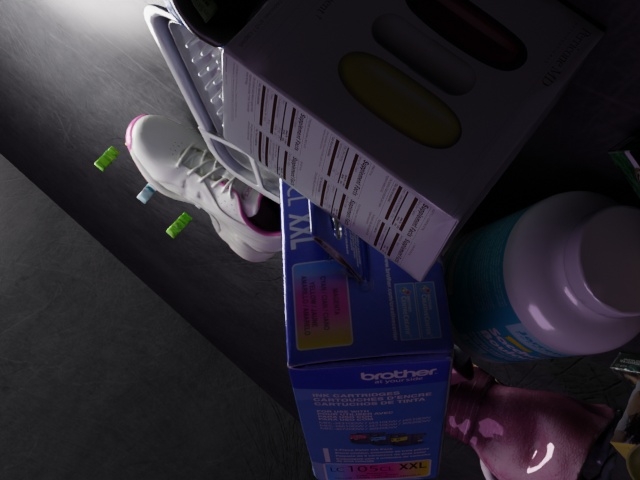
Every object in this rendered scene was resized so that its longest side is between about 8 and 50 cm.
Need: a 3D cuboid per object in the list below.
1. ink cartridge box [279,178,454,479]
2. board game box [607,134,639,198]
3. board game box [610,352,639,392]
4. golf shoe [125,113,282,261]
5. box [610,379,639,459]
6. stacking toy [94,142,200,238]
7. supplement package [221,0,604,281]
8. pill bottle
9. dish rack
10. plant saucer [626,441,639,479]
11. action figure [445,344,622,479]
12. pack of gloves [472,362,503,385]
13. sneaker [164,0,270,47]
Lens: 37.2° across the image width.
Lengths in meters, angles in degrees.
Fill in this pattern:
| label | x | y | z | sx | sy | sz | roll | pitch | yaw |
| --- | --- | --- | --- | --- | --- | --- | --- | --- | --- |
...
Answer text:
| label | x | y | z | sx | sy | sz | roll | pitch | yaw |
| --- | --- | --- | --- | --- | --- | --- | --- | --- | --- |
| ink cartridge box | 0.043 | 0.053 | 0.952 | 0.151 | 0.270 | 0.395 | -4 | 149 | 0 |
| board game box | 0.311 | 0.033 | 0.702 | 0.260 | 0.030 | 0.136 | 55 | -174 | -2 |
| board game box | 0.427 | 0.200 | 1.071 | 0.186 | 0.026 | 0.126 | 45 | 162 | -19 |
| golf shoe | -0.150 | -0.091 | 1.431 | 0.306 | 0.115 | 0.140 | 39 | 154 | -21 |
| box | 0.406 | 0.190 | 0.931 | 0.058 | 0.087 | 0.232 | 46 | 151 | -24 |
| stacking toy | -0.262 | -0.096 | 1.524 | 0.167 | 0.052 | 0.221 | 41 | -157 | -8 |
| supplement package | 0.063 | -0.117 | 0.732 | 0.203 | 0.194 | 0.149 | 37 | 162 | 7 |
| pill bottle | 0.216 | 0.038 | 0.893 | 0.146 | 0.146 | 0.264 | 41 | 163 | -4 |
| dish rack | -0.045 | -0.142 | 1.109 | 0.285 | 0.072 | 0.333 | 31 | 162 | 27 |
| plant saucer | 0.403 | 0.233 | 0.867 | 0.241 | 0.037 | 0.241 | 26 | 156 | 13 |
| action figure | 0.196 | 0.226 | 1.247 | 0.370 | 0.276 | 0.248 | 20 | 164 | 14 |
| pack of gloves | 0.288 | 0.311 | 1.560 | 0.195 | 0.046 | 0.232 | 35 | 155 | 15 |
| sneaker | -0.089 | -0.240 | 0.821 | 0.130 | 0.147 | 0.330 | 44 | 163 | -14 |
